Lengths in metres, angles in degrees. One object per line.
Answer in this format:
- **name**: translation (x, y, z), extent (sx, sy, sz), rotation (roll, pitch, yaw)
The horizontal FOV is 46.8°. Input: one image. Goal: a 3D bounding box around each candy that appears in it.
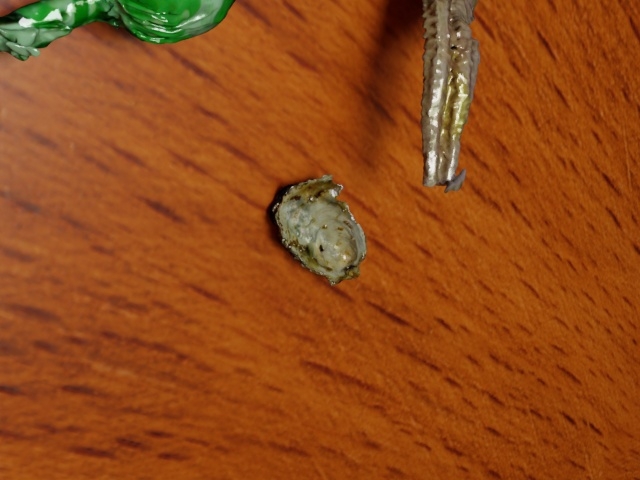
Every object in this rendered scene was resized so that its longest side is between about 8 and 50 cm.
- **candy**: translation (-0.188, -0.119, 0.439), extent (0.323, 0.097, 0.097), rotation (-32, 124, -20)

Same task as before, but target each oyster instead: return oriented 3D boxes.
- **oyster**: translation (-0.001, -0.001, 0.669), extent (0.086, 0.029, 0.132), rotation (-31, 126, -23)

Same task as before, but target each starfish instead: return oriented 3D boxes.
- **starfish**: translation (0.166, -0.303, 0.635), extent (0.398, 0.132, 0.384), rotation (-36, 130, -33)
